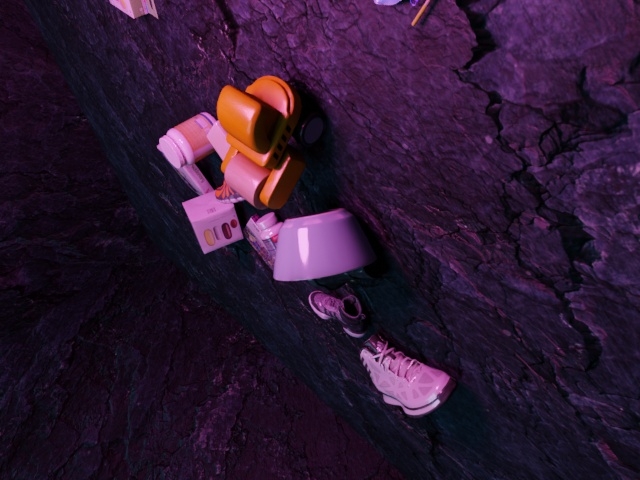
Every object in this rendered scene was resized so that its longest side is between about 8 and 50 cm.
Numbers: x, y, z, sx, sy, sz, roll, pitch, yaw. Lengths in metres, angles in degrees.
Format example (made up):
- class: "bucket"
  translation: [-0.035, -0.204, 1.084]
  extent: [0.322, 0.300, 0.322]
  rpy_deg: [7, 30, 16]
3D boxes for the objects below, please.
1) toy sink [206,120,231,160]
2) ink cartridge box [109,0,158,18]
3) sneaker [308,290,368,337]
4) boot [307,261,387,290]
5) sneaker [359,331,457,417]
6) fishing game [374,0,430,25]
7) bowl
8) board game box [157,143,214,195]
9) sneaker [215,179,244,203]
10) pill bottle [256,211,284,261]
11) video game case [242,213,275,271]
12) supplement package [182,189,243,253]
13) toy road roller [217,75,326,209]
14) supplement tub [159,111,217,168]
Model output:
- class: "toy sink"
  translation: [-0.215, -0.283, 1.382]
  extent: [0.234, 0.152, 0.131]
  rpy_deg: [57, 153, -9]
- class: "ink cartridge box"
  translation: [-0.638, -0.819, 1.472]
  extent: [0.209, 0.062, 0.109]
  rpy_deg: [39, 150, 23]
- class: "sneaker"
  translation: [0.068, 0.244, 1.663]
  extent: [0.268, 0.101, 0.153]
  rpy_deg: [31, 147, 24]
- class: "boot"
  translation: [0.104, 0.108, 1.400]
  extent: [0.228, 0.262, 0.091]
  rpy_deg: [-8, 83, 29]
- class: "sneaker"
  translation: [0.261, 0.450, 1.532]
  extent: [0.258, 0.169, 0.447]
  rpy_deg: [50, 156, -1]
- class: "fishing game"
  translation: [0.098, -0.496, 0.745]
  extent: [0.264, 0.041, 0.189]
  rpy_deg: [52, 151, 0]
- class: "bowl"
  translation: [0.000, 0.000, 1.289]
  extent: [0.311, 0.311, 0.163]
  rpy_deg: [1, 103, 57]
- class: "board game box"
  translation: [-0.581, -0.296, 1.966]
  extent: [0.193, 0.053, 0.305]
  rpy_deg: [35, 165, 26]
- class: "sneaker"
  translation: [-0.300, -0.241, 1.620]
  extent: [0.320, 0.124, 0.180]
  rpy_deg: [-3, 117, 42]
- class: "pill bottle"
  translation: [-0.169, -0.011, 1.699]
  extent: [0.108, 0.108, 0.180]
  rpy_deg: [2, 126, 57]
- class: "video game case"
  translation: [-0.240, 0.015, 1.917]
  extent: [0.232, 0.041, 0.210]
  rpy_deg: [51, 154, 1]
- class: "supplement package"
  translation: [-0.469, -0.087, 1.947]
  extent: [0.149, 0.194, 0.203]
  rpy_deg: [54, 161, 40]
- class: "toy road roller"
  translation: [-0.167, -0.257, 1.141]
  extent: [0.202, 0.240, 0.330]
  rpy_deg: [37, 108, 27]
- class: "supplement tub"
  translation: [-0.470, -0.366, 1.623]
  extent: [0.144, 0.199, 0.144]
  rpy_deg: [37, 150, 26]
